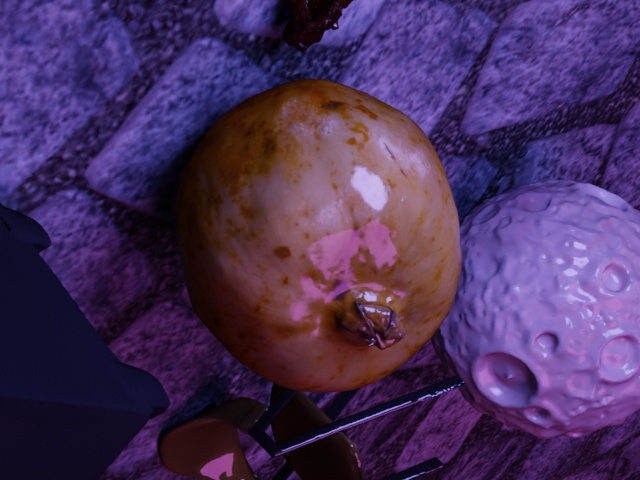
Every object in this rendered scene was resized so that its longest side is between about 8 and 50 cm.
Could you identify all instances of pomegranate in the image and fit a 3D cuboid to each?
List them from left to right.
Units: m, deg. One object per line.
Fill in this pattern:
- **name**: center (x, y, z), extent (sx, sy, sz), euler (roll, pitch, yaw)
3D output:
- **pomegranate**: center (0.000, 0.000, 1.129), extent (0.248, 0.248, 0.248), euler (-29, 147, -21)

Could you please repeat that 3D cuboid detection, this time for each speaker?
- **speaker**: center (-0.266, 0.083, 0.927), extent (0.184, 0.232, 0.254), euler (-49, 148, 14)

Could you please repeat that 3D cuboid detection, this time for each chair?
- **chair**: center (-0.010, 0.195, 1.443), extent (0.247, 0.172, 0.158), euler (-34, 150, -28)

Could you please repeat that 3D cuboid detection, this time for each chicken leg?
- **chicken leg**: center (0.033, -0.225, 1.066), extent (0.205, 0.053, 0.093), euler (-52, 172, 28)

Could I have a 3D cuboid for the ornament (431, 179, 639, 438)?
- **ornament**: center (0.230, 0.074, 1.448), extent (0.225, 0.259, 0.259), euler (-44, 158, -45)
